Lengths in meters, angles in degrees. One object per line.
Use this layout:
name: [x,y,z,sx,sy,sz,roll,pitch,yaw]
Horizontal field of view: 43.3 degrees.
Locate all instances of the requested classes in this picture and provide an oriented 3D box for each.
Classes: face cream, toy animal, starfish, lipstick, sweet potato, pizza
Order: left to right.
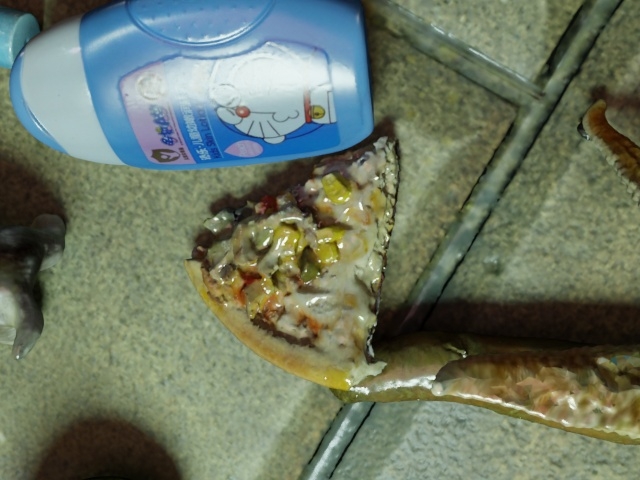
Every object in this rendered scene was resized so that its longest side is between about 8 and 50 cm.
toy animal: [-0.308,0.011,0.602,0.233,0.168,0.121,24,98,-11]
lipstick: [-0.305,-0.173,0.637,0.158,0.048,0.048,13,97,5]
face cream: [-0.096,-0.115,0.586,0.264,0.083,0.149,-5,133,7]
pizza: [0.000,0.000,0.607,0.185,0.052,0.195,33,86,20]
sweet potato: [0.142,0.103,0.607,0.273,0.075,0.075,6,96,8]
starfish: [0.295,0.087,0.510,0.384,0.132,0.398,31,70,10]

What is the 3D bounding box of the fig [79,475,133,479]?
fig: [-0.189,0.278,0.565,0.151,0.259,0.151,2,104,8]
